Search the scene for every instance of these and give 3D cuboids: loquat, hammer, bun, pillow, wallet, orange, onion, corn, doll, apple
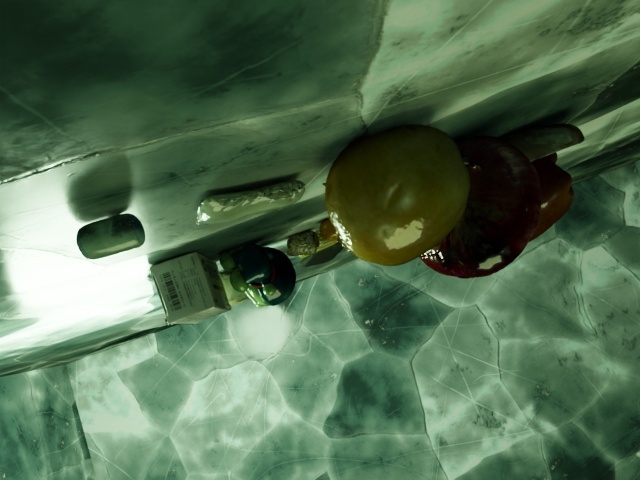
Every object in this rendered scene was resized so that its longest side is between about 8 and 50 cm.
[{"bbox_3d":[0.151,-0.085,1.076,0.284,0.276,0.276,-23,171,7],"label":"loquat"},{"bbox_3d":[-0.388,-0.003,1.046,0.116,0.069,0.194,-18,180,-10],"label":"hammer"},{"bbox_3d":[-0.358,0.188,2.096,0.220,0.134,0.220,-18,177,-1],"label":"bun"},{"bbox_3d":[-0.143,-0.078,1.131,0.229,0.051,0.128,-13,167,-27],"label":"pillow"},{"bbox_3d":[0.018,0.049,2.363,0.168,0.052,0.245,-15,166,-28],"label":"wallet"},{"bbox_3d":[0.038,-0.037,1.749,0.083,0.070,0.083,-9,163,-3],"label":"orange"},{"bbox_3d":[0.382,-0.073,1.332,0.347,0.348,0.285,-26,156,38],"label":"onion"},{"bbox_3d":[0.000,0.000,1.913,0.203,0.072,0.072,-24,171,20],"label":"corn"},{"bbox_3d":[-0.185,0.109,1.779,0.186,0.198,0.322,-32,162,1],"label":"doll"},{"bbox_3d":[0.589,-0.140,1.656,0.317,0.288,0.288,-33,167,21],"label":"apple"}]

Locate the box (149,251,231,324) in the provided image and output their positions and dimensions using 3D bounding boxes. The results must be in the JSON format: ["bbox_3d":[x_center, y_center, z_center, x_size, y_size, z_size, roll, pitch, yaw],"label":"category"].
[{"bbox_3d":[-0.384,0.151,1.652,0.145,0.173,0.333,-21,172,-3],"label":"box"}]

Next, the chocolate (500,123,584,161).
[{"bbox_3d":[0.560,-0.260,1.460,0.254,0.080,0.157,-20,-173,13],"label":"chocolate"}]

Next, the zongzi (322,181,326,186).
[{"bbox_3d":[0.066,-0.134,1.324,0.130,0.062,0.154,2,-173,-2],"label":"zongzi"}]

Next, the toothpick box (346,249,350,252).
[{"bbox_3d":[0.094,-0.052,1.496,0.098,0.149,0.098,-19,172,-3],"label":"toothpick box"}]

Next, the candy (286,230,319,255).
[{"bbox_3d":[-0.061,0.012,1.841,0.110,0.085,0.095,-7,161,-9],"label":"candy"}]
